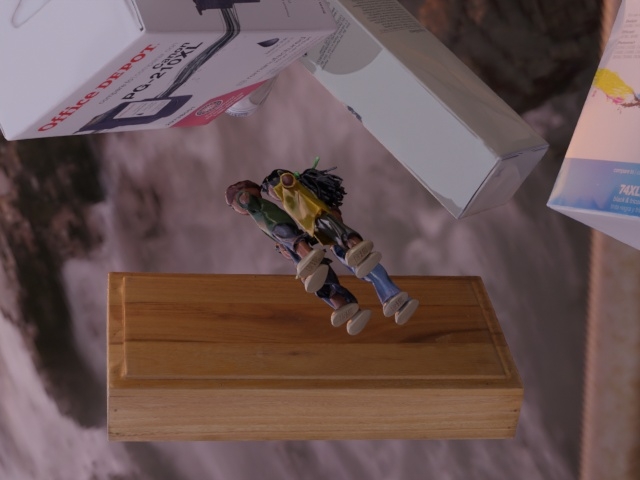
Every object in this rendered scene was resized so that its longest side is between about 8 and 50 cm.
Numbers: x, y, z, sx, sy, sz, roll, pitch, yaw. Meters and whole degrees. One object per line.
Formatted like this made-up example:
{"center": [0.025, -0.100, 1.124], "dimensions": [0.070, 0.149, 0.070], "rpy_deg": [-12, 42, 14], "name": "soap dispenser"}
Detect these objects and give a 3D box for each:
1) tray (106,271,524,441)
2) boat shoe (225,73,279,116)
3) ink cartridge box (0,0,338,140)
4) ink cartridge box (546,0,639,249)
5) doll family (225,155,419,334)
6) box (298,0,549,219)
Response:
{"center": [-0.014, 0.116, 1.489], "dimensions": [0.203, 0.410, 0.076], "rpy_deg": [-103, 17, -56], "name": "tray"}
{"center": [-0.050, -0.264, 1.627], "dimensions": [0.084, 0.095, 0.258], "rpy_deg": [126, 160, -71], "name": "boat shoe"}
{"center": [-0.130, -0.163, 1.121], "dimensions": [0.172, 0.237, 0.100], "rpy_deg": [-31, 78, 35], "name": "ink cartridge box"}
{"center": [0.419, -0.121, 1.572], "dimensions": [0.197, 0.198, 0.270], "rpy_deg": [14, 82, 64], "name": "ink cartridge box"}
{"center": [0.000, 0.000, 1.014], "dimensions": [0.111, 0.076, 0.193], "rpy_deg": [44, 172, 33], "name": "doll family"}
{"center": [0.107, -0.154, 1.553], "dimensions": [0.275, 0.113, 0.094], "rpy_deg": [48, 125, 21], "name": "box"}
